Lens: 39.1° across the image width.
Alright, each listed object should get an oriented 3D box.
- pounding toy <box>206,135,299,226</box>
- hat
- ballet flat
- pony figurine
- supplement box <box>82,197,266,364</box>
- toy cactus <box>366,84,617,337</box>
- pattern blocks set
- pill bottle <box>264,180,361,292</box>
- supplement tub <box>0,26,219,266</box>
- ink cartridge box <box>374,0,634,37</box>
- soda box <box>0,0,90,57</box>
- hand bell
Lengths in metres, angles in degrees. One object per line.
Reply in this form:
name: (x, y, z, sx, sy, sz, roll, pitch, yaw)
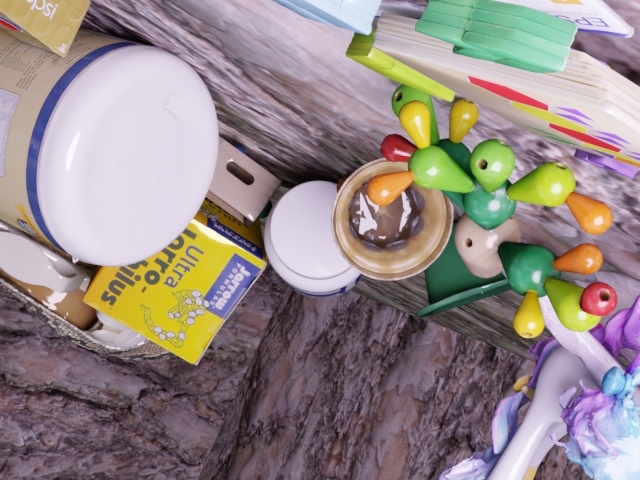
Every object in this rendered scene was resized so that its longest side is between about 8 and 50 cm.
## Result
pounding toy: (-0.105, -0.085, 1.315, 0.141, 0.100, 0.130, 36, 173, -5)
hat: (0.160, -0.018, 1.081, 0.208, 0.184, 0.173, -20, 170, 12)
ballet flat: (-0.406, 0.070, 1.452, 0.482, 0.164, 0.182, 33, 171, -20)
pony figurine: (0.241, 0.128, 0.789, 0.302, 0.364, 0.351, 19, -166, -30)
supplement box: (-0.223, 0.003, 1.424, 0.195, 0.194, 0.356, 32, -168, -16)
toy cactus: (0.116, -0.009, 0.642, 0.219, 0.112, 0.180, 43, 170, 21)
pattern blocks set: (0.128, -0.068, 0.457, 0.285, 0.026, 0.324, 26, -172, 34)
pill bottle: (0.000, 0.000, 1.263, 0.153, 0.153, 0.265, 24, 174, 3)
supplement tub: (-0.293, -0.123, 0.967, 0.316, 0.228, 0.228, 21, 174, 30)
ink cartridge box: (-0.009, -0.148, 0.379, 0.224, 0.045, 0.223, 12, -175, -44)
soda box: (-0.278, -0.228, 0.770, 0.058, 0.061, 0.181, 22, 174, 23)
hand bell: (0.054, -0.047, 1.013, 0.126, 0.126, 0.242, 26, -173, -14)
